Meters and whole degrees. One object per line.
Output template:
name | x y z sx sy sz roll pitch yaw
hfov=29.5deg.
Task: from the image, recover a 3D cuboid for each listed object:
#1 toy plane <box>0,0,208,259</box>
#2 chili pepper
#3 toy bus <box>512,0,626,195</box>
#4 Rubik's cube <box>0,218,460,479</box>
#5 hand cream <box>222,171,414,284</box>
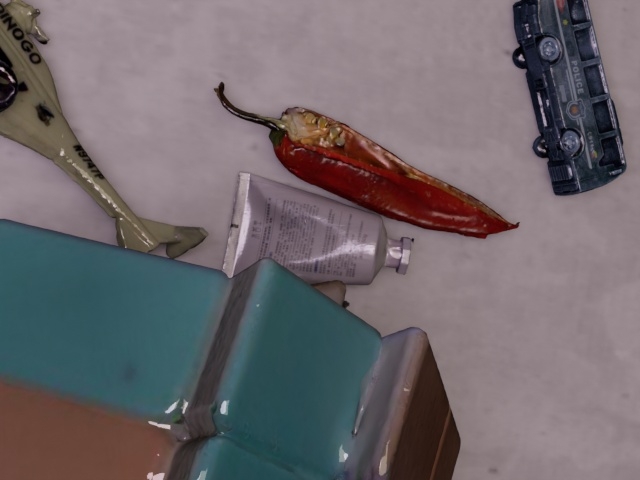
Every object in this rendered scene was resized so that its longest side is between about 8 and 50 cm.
toy plane | -0.200 -0.087 0.858 0.286 0.092 0.108 51 52 -9
chili pepper | 0.035 -0.052 0.945 0.268 0.059 0.050 24 118 -18
toy bus | 0.203 -0.122 0.994 0.065 0.047 0.166 -16 94 -20
Rubik's cube | -0.097 0.176 0.729 0.387 0.368 0.358 22 71 -15
hand cream | 0.000 0.000 0.938 0.142 0.053 0.084 10 86 -2
